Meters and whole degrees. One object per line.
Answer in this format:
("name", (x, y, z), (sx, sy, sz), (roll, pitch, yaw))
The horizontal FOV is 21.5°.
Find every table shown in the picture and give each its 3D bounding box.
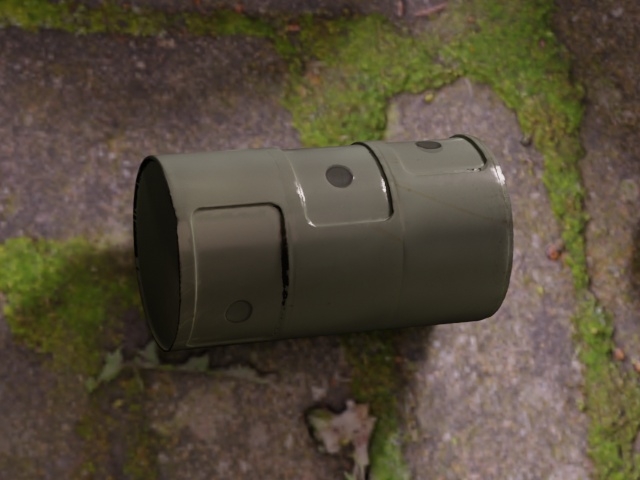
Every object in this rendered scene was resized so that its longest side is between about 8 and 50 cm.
("table", (0.000, 0.000, 1.085), (0.220, 0.126, 0.126), (-5, 74, -18))
